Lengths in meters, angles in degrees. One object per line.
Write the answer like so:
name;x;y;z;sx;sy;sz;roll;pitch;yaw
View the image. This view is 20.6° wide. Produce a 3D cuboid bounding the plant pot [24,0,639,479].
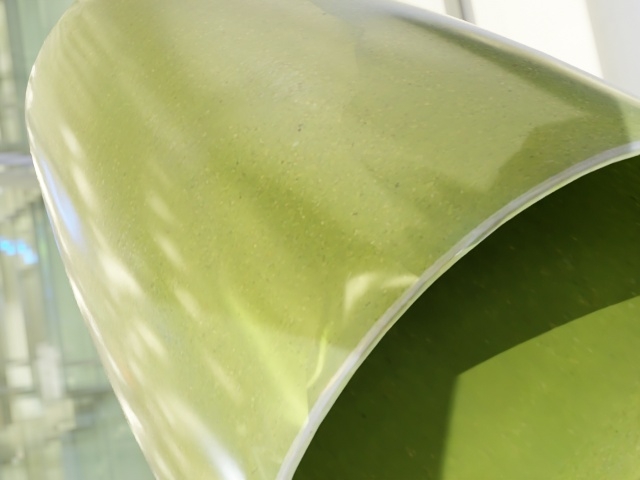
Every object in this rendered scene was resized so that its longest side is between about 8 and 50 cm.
plant pot;0.000;0.000;0.776;0.274;0.293;0.275;-26;-42;-26
